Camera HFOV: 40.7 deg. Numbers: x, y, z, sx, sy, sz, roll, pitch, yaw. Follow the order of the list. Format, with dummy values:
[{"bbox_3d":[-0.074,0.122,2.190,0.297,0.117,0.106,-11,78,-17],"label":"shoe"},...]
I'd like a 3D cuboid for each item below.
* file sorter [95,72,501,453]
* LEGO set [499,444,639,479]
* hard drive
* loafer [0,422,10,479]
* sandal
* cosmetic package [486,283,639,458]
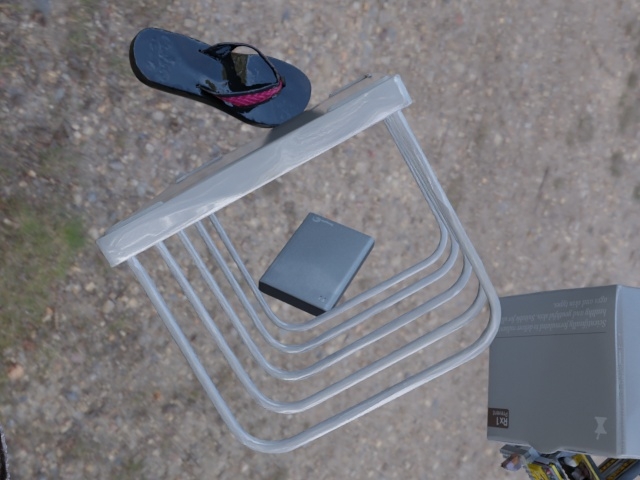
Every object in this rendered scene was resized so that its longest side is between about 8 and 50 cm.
[{"bbox_3d":[0.000,0.000,0.619,0.193,0.278,0.173,-29,99,6],"label":"file sorter"},{"bbox_3d":[0.325,0.274,0.830,0.192,0.255,0.331,-33,102,-16],"label":"LEGO set"},{"bbox_3d":[-0.003,0.029,1.064,0.135,0.094,0.022,-55,160,-39],"label":"hard drive"},{"bbox_3d":[-0.400,0.148,0.868,0.134,0.130,0.366,-29,118,-38],"label":"loafer"},{"bbox_3d":[-0.072,-0.138,0.722,0.179,0.040,0.067,7,70,-41],"label":"sandal"},{"bbox_3d":[0.237,0.090,0.558,0.238,0.127,0.107,11,78,-25],"label":"cosmetic package"}]
